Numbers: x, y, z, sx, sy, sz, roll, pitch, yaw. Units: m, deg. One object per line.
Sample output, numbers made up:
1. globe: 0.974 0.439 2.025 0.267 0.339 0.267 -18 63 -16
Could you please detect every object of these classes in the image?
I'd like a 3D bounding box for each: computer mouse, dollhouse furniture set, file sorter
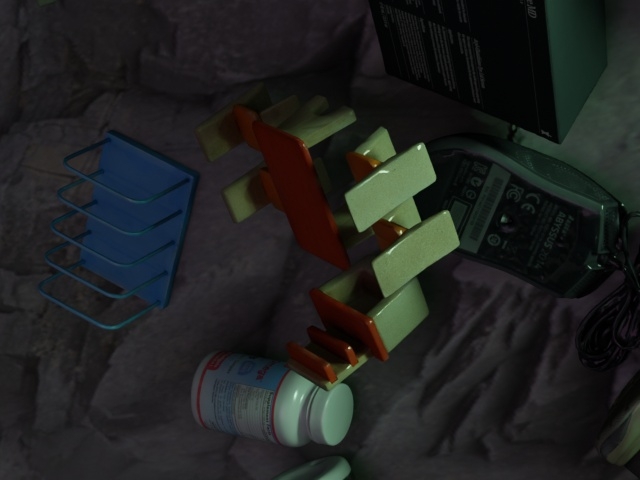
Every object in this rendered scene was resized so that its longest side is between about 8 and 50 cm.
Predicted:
1. computer mouse: 0.204 -0.013 1.605 0.272 0.072 0.188 30 123 6
2. dollhouse furniture set: 0.000 0.000 1.629 0.262 0.135 0.259 26 145 50
3. file sorter: -0.222 -0.008 1.836 0.118 0.104 0.170 27 120 19

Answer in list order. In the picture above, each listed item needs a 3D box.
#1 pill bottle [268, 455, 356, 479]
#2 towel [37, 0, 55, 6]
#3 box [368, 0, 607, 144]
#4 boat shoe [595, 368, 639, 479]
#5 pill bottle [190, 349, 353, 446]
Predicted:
1. pill bottle: 0.014 0.345 1.821 0.119 0.119 0.208 -19 98 35
2. towel: -0.258 -0.318 1.793 0.152 0.023 0.113 -15 98 37
3. box: 0.139 -0.214 1.456 0.184 0.103 0.261 27 161 22
4. boat shoe: 0.390 0.107 1.512 0.130 0.132 0.355 39 133 1
5. pill bottle: -0.050 0.170 1.811 0.160 0.087 0.087 8 112 28
